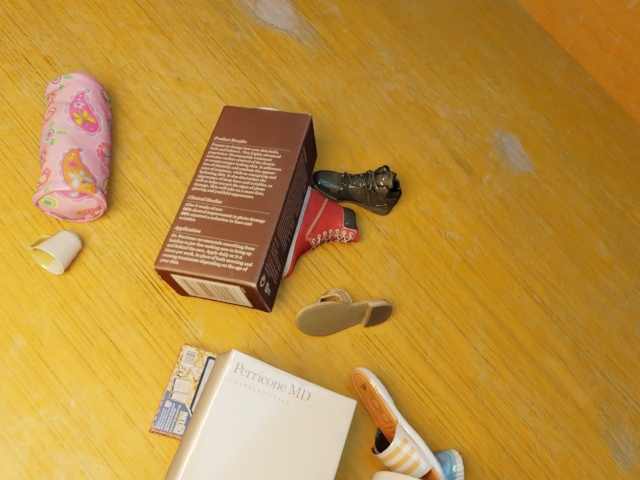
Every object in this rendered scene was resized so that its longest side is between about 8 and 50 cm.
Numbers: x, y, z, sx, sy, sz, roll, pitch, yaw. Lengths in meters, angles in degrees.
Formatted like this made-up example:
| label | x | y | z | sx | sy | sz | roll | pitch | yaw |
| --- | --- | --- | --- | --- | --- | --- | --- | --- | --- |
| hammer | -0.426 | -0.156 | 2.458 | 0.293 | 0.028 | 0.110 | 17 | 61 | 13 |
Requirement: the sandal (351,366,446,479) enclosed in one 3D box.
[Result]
| label | x | y | z | sx | sy | sz | roll | pitch | yaw |
| --- | --- | --- | --- | --- | --- | --- | --- | --- | --- |
| sandal | 0.122 | 0.368 | 0.851 | 0.076 | 0.102 | 0.265 | -25 | 68 | -32 |

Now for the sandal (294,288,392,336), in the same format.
| label | x | y | z | sx | sy | sz | roll | pitch | yaw |
| --- | --- | --- | --- | --- | --- | --- | --- | --- | --- |
| sandal | 0.036 | 0.140 | 0.956 | 0.240 | 0.088 | 0.079 | 2 | 32 | -32 |

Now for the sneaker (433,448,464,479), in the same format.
| label | x | y | z | sx | sy | sz | roll | pitch | yaw |
| --- | --- | --- | --- | --- | --- | --- | --- | --- | --- |
| sneaker | 0.238 | 0.489 | 0.870 | 0.073 | 0.063 | 0.162 | 2 | 58 | -4 |

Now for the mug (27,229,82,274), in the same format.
| label | x | y | z | sx | sy | sz | roll | pitch | yaw |
| --- | --- | --- | --- | --- | --- | --- | --- | --- | --- |
| mug | -0.456 | 0.010 | 0.786 | 0.078 | 0.062 | 0.064 | 38 | 46 | -10 |

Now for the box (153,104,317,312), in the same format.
| label | x | y | z | sx | sy | sz | roll | pitch | yaw |
| --- | --- | --- | --- | --- | --- | --- | --- | --- | --- |
| box | -0.143 | -0.071 | 0.874 | 0.191 | 0.143 | 0.381 | 10 | 64 | 11 |

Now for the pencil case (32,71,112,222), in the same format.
| label | x | y | z | sx | sy | sz | roll | pitch | yaw |
| --- | --- | --- | --- | --- | --- | --- | --- | --- | --- |
| pencil case | -0.460 | -0.177 | 0.853 | 0.124 | 0.124 | 0.284 | 0 | 63 | -25 |

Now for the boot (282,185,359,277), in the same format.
| label | x | y | z | sx | sy | sz | roll | pitch | yaw |
| --- | --- | --- | --- | --- | --- | --- | --- | --- | --- |
| boot | 0.000 | 0.000 | 0.995 | 0.176 | 0.088 | 0.244 | 27 | 52 | -12 |

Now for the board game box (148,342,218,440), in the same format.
| label | x | y | z | sx | sy | sz | roll | pitch | yaw |
| --- | --- | --- | --- | --- | --- | --- | --- | --- | --- |
| board game box | -0.171 | 0.280 | 0.783 | 0.193 | 0.045 | 0.147 | 23 | 56 | -13 |

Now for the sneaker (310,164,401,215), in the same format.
| label | x | y | z | sx | sy | sz | roll | pitch | yaw |
| --- | --- | --- | --- | --- | --- | --- | --- | --- | --- |
| sneaker | 0.095 | -0.140 | 1.088 | 0.227 | 0.130 | 0.087 | 17 | 56 | -14 |

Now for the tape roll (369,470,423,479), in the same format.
| label | x | y | z | sx | sy | sz | roll | pitch | yaw |
| --- | --- | --- | --- | --- | --- | --- | --- | --- | --- |
| tape roll | 0.160 | 0.501 | 0.700 | 0.246 | 0.246 | 0.169 | 36 | 54 | -4 |

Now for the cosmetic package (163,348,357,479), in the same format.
| label | x | y | z | sx | sy | sz | roll | pitch | yaw |
| --- | --- | --- | --- | --- | --- | --- | --- | --- | --- |
| cosmetic package | -0.120 | 0.375 | 0.651 | 0.217 | 0.156 | 0.385 | 24 | 69 | -12 |
